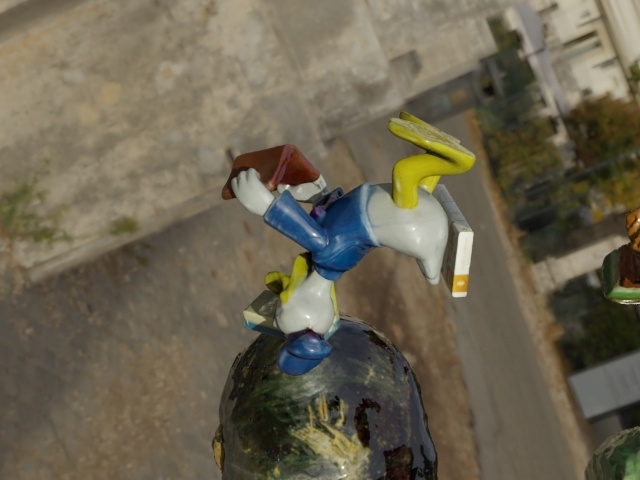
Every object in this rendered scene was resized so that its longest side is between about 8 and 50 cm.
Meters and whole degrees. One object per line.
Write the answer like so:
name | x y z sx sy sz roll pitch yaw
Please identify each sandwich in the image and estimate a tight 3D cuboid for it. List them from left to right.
sandwich | 0.476 -0.024 1.450 0.301 0.250 0.162 48 34 -66

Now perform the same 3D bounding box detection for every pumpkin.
pumpkin | -0.006 0.337 1.868 0.454 0.344 0.454 177 -90 -72

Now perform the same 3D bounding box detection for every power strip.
power strip | -0.039 0.098 1.430 0.056 0.123 0.032 -41 131 -41

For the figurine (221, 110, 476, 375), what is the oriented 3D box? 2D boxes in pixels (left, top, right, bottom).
figurine | 0.000 0.000 1.302 0.338 0.283 0.204 -70 164 12

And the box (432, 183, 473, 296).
box | 0.224 -0.003 1.971 0.220 0.032 0.122 -107 -161 -65

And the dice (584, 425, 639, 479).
dice | 0.599 0.451 1.752 0.322 0.330 0.318 85 3 -72
